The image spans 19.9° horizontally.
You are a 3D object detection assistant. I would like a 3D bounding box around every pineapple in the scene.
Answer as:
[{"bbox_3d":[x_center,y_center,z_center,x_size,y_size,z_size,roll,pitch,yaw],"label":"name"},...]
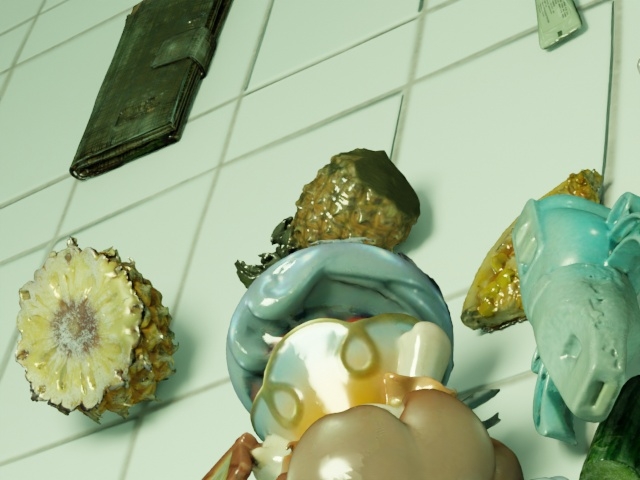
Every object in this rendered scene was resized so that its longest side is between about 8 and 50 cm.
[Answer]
[{"bbox_3d":[0.000,0.000,1.717,0.198,0.108,0.108,-39,27,26],"label":"pineapple"},{"bbox_3d":[-0.197,0.094,1.777,0.161,0.137,0.176,-50,62,16],"label":"pineapple"}]

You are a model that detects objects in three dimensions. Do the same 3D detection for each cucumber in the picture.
[{"bbox_3d":[0.224,0.135,1.316,0.048,0.048,0.105,-10,40,41],"label":"cucumber"}]

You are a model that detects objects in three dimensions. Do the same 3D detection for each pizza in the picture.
[{"bbox_3d":[0.190,0.014,1.526,0.178,0.041,0.131,-42,31,-4],"label":"pizza"}]

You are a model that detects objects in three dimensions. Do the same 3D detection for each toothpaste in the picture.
[{"bbox_3d":[0.234,-0.257,1.860,0.048,0.029,0.197,-30,33,21],"label":"toothpaste"}]

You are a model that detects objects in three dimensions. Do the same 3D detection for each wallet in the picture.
[{"bbox_3d":[-0.209,-0.213,2.279,0.169,0.044,0.317,-19,36,30],"label":"wallet"}]

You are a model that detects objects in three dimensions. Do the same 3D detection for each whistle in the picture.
[{"bbox_3d":[0.195,0.040,1.362,0.274,0.093,0.186,-87,19,-61],"label":"whistle"}]

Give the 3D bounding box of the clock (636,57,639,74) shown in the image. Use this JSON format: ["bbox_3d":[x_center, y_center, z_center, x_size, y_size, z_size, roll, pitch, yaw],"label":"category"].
[{"bbox_3d":[0.359,-0.199,1.585,0.117,0.080,0.176,-6,44,45],"label":"clock"}]

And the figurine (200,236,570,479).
[{"bbox_3d":[0.045,0.184,1.299,0.277,0.248,0.388,-38,20,8],"label":"figurine"}]
